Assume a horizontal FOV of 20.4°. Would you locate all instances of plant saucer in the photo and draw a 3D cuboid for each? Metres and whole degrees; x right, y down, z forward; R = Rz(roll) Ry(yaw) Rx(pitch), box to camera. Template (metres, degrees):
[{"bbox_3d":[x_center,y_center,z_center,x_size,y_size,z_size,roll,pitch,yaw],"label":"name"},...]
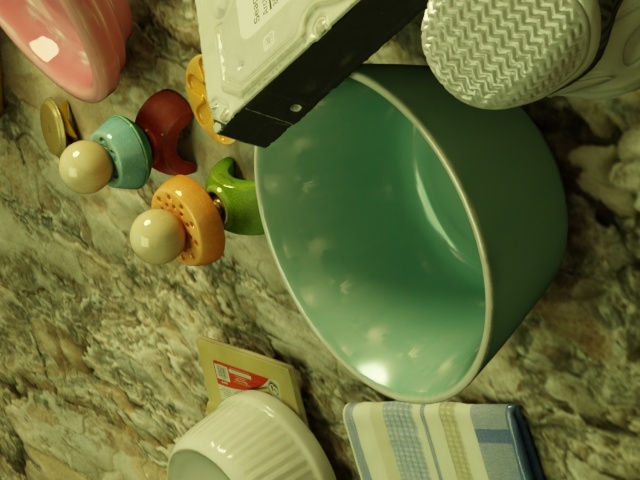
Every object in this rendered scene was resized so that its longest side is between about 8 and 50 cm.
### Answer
[{"bbox_3d":[-0.319,-0.308,1.985,0.332,0.084,0.332,45,162,19],"label":"plant saucer"}]

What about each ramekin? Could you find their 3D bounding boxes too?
[{"bbox_3d":[-0.083,0.285,2.031,0.207,0.109,0.207,30,134,36],"label":"ramekin"}]

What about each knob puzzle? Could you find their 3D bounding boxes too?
[{"bbox_3d":[-0.063,0.212,2.078,0.213,0.030,0.213,30,134,37],"label":"knob puzzle"}]

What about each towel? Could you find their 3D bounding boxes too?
[{"bbox_3d":[0.137,0.260,1.820,0.285,0.034,0.209,-8,102,55],"label":"towel"}]

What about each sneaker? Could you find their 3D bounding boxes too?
[{"bbox_3d":[0.246,-0.228,1.248,0.366,0.210,0.137,-42,73,21],"label":"sneaker"}]

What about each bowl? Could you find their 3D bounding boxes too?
[{"bbox_3d":[0.097,-0.030,1.561,0.311,0.163,0.311,34,136,39],"label":"bowl"}]

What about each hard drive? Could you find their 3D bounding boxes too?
[{"bbox_3d":[0.014,-0.259,1.448,0.339,0.064,0.237,-38,48,41],"label":"hard drive"}]

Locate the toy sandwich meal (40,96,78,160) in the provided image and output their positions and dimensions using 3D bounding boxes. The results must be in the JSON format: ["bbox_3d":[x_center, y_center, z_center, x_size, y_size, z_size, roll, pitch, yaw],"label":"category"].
[{"bbox_3d":[-0.326,-0.140,2.234,0.085,0.029,0.085,42,139,51],"label":"toy sandwich meal"}]

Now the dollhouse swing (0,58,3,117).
[{"bbox_3d":[-0.585,-0.313,2.272,0.305,0.315,0.347,22,131,22],"label":"dollhouse swing"}]

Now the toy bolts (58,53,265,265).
[{"bbox_3d":[-0.179,-0.095,1.924,0.228,0.158,0.218,27,131,45],"label":"toy bolts"}]
